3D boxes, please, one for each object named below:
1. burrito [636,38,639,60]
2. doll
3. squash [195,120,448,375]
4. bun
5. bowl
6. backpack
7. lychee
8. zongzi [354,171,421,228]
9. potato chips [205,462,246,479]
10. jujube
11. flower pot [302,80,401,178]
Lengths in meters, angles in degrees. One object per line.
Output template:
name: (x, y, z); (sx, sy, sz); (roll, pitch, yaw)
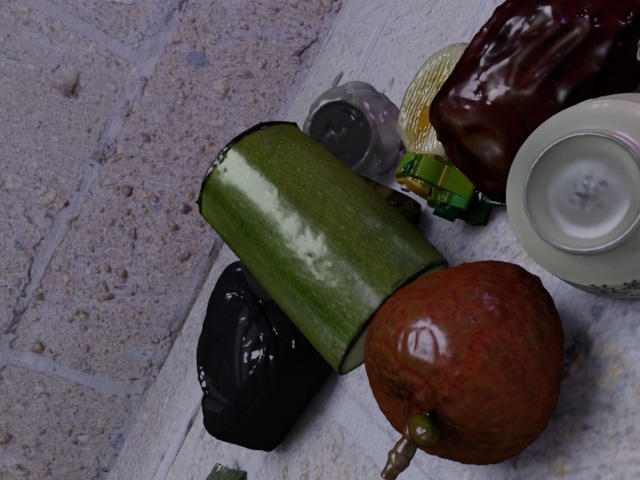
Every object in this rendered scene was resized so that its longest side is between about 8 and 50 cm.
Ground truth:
burrito: (0.445, -0.278, 0.650); (0.226, 0.060, 0.087); (-52, 16, 35)
doll: (0.217, -0.093, 1.013); (0.134, 0.186, 0.106); (61, -128, -80)
squash: (0.000, 0.000, 1.035); (0.384, 0.263, 0.263); (45, 114, 22)
bun: (0.257, -0.244, 1.127); (0.244, 0.153, 0.243); (-19, 67, 54)
bowl: (0.304, -0.049, 0.652); (0.238, 0.126, 0.237); (2, 93, 42)
backpack: (-0.144, 0.233, 1.374); (0.363, 0.255, 0.445); (-55, 36, 24)
lychee: (0.164, 0.153, 0.728); (0.300, 0.255, 0.255); (-32, 7, -26)
zongzi: (0.033, -0.002, 1.246); (0.134, 0.286, 0.288); (-12, -54, -62)
potato chips: (-0.257, 0.611, 1.455); (0.228, 0.059, 0.167); (-56, 12, 17)
jujube: (0.312, -0.235, 0.842); (0.376, 0.258, 0.258); (-60, 21, 9)
flower pot: (0.079, -0.256, 1.441); (0.246, 0.246, 0.195); (-53, -9, 25)
